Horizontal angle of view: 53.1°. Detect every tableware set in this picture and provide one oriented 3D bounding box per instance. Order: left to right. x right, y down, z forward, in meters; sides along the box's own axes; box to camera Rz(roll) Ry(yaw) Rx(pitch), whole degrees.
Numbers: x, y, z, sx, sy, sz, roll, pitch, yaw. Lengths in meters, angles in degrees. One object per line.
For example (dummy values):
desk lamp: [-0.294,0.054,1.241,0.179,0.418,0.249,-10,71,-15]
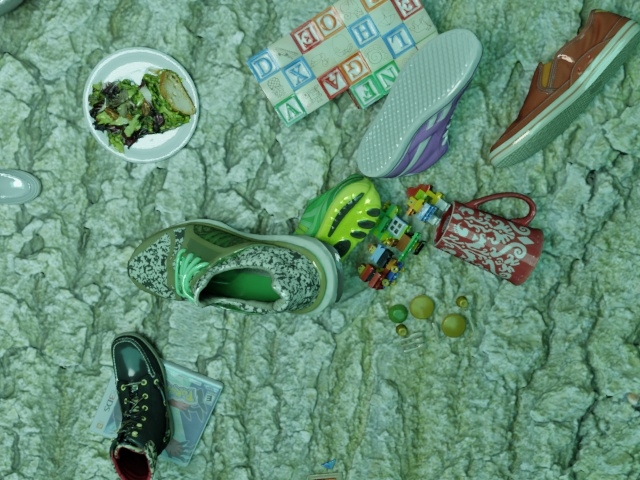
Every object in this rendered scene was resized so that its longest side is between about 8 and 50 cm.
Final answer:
tableware set: [0.212,0.148,1.226,0.154,0.024,0.104,-19,98,1]

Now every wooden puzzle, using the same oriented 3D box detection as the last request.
wooden puzzle: [0.012,0.499,1.283,0.079,0.014,0.116,-13,101,-1]

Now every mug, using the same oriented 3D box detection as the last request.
mug: [0.304,-0.015,1.168,0.169,0.113,0.150,21,69,-3]

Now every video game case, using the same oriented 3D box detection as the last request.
video game case: [-0.313,0.318,1.224,0.201,0.023,0.183,24,99,-8]

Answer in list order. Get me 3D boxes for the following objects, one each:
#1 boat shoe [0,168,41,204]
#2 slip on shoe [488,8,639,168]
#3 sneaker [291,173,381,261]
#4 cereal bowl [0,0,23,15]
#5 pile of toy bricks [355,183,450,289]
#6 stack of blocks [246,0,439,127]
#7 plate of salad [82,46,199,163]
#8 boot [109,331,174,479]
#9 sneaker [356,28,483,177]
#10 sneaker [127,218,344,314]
boat shoe: [-0.585,-0.097,1.108,0.184,0.063,0.066,11,100,-5]
slip on shoe: [0.411,-0.262,1.126,0.101,0.123,0.331,45,102,22]
sneaker: [0.000,0.000,1.144,0.109,0.123,0.295,38,115,-18]
cereal bowl: [-0.575,-0.499,0.994,0.339,0.141,0.338,-1,100,-3]
pile of toy bricks: [0.124,-0.017,1.159,0.105,0.118,0.212,41,110,27]
stack of blocks: [0.044,-0.309,1.094,0.297,0.087,0.171,-32,101,3]
plate of salad: [-0.312,-0.232,1.108,0.200,0.048,0.199,-1,101,-4]
boot: [-0.321,0.292,1.115,0.085,0.178,0.236,-14,102,0]
sneaker: [0.189,-0.220,1.079,0.282,0.161,0.102,-50,58,31]
sneaker: [-0.177,0.052,1.055,0.410,0.182,0.158,1,99,26]
